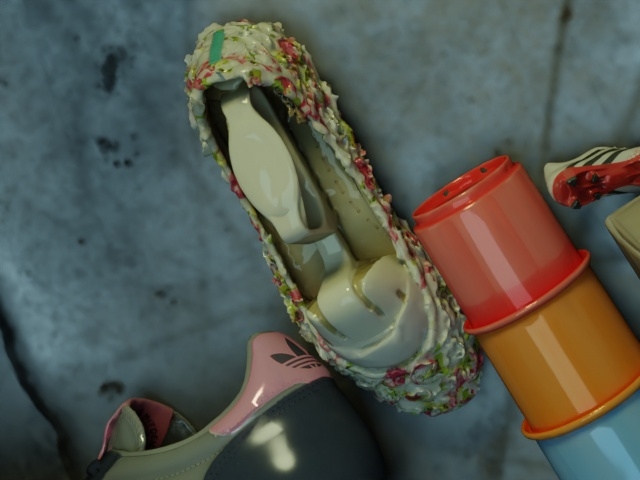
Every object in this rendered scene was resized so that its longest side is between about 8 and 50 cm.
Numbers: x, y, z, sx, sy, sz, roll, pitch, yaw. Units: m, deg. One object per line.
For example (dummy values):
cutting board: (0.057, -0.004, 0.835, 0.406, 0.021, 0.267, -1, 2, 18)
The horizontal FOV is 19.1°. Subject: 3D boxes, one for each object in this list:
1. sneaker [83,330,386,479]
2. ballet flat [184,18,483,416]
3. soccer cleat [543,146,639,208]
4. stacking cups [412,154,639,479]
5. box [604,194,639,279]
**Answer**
sneaker: (-0.102, 0.162, 1.040, 0.319, 0.112, 0.131, -30, 73, 23)
ballet flat: (0.000, 0.000, 0.963, 0.091, 0.077, 0.241, -31, 101, 18)
soccer cleat: (0.151, -0.036, 0.946, 0.083, 0.035, 0.029, -13, 117, -9)
stacking cups: (0.159, 0.100, 0.962, 0.096, 0.096, 0.316, -27, 98, 18)
box: (0.281, 0.089, 0.897, 0.148, 0.121, 0.311, -34, 100, 5)
